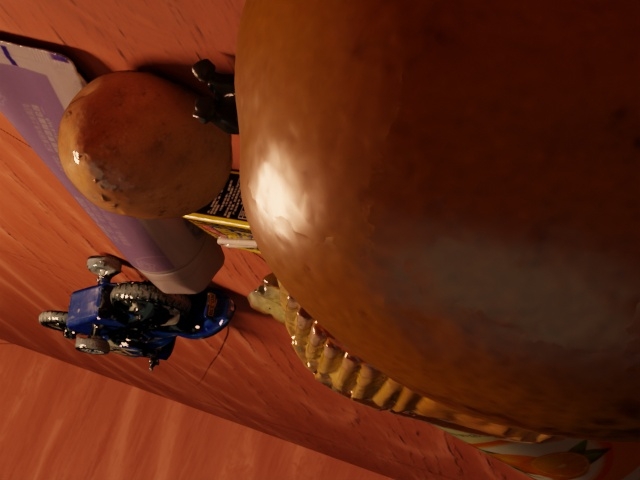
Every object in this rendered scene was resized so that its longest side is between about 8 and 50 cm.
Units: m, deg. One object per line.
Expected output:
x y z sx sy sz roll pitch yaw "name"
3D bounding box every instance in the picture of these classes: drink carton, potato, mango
-0.033 -0.016 1.321 0.165 0.056 0.071 9 160 45 "drink carton"
-0.127 -0.066 1.164 0.112 0.112 0.147 13 172 34 "potato"
0.154 -0.029 0.608 0.378 0.221 0.264 10 162 9 "mango"

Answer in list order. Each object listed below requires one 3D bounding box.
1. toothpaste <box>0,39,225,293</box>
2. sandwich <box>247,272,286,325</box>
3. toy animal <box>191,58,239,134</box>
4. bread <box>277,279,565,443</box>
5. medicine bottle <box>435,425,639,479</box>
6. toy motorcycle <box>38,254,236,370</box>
-0.178 -0.059 1.347 0.125 0.080 0.371 15 161 26 "toothpaste"
0.072 0.061 1.396 0.258 0.096 0.094 23 161 -2 "sandwich"
-0.018 -0.079 1.057 0.135 0.047 0.065 13 170 27 "toy animal"
0.100 0.021 0.982 0.250 0.179 0.133 14 168 2 "bread"
0.153 0.086 1.216 0.318 0.158 0.158 31 164 -39 "medicine bottle"
-0.217 0.093 1.977 0.169 0.113 0.315 16 163 -29 "toy motorcycle"
